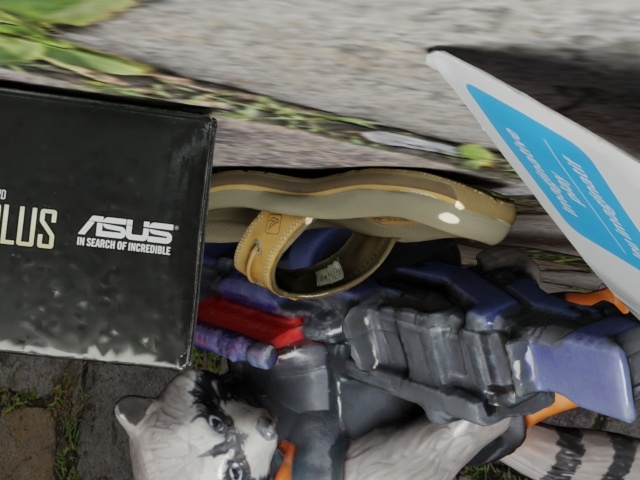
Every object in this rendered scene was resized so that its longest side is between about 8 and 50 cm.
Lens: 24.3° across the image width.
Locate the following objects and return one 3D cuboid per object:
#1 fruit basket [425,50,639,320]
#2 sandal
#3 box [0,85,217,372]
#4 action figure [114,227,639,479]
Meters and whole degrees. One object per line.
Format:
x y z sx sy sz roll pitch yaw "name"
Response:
0.193 0.122 0.301 0.353 0.165 0.327 32 173 44 "fruit basket"
0.000 0.000 0.588 0.072 0.049 0.180 9 175 -42 "sandal"
-0.122 -0.004 0.499 0.147 0.078 0.180 7 176 -11 "box"
0.074 0.079 0.671 0.330 0.179 0.341 -8 -169 -23 "action figure"
